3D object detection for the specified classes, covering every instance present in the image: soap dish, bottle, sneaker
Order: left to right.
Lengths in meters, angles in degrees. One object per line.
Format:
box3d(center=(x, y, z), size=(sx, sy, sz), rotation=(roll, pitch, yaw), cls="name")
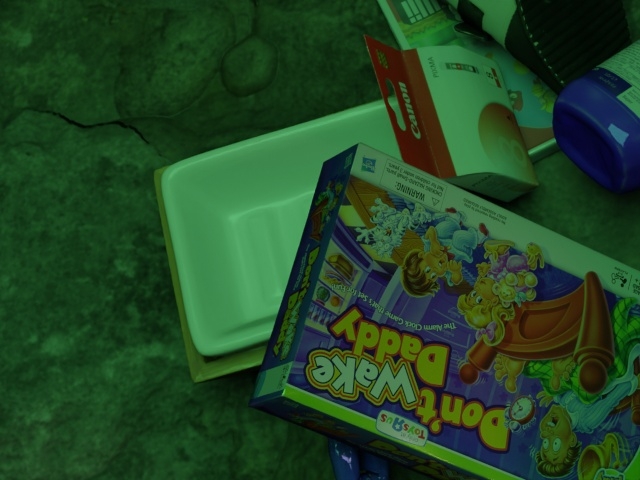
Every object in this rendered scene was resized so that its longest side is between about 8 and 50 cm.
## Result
box3d(center=(0.000, 0.000, 1.669), size=(0.291, 0.118, 0.229), rotation=(-17, 67, 8), cls="soap dish")
box3d(center=(0.177, -0.257, 1.707), size=(0.122, 0.146, 0.330), rotation=(-34, 87, -27), cls="sneaker")
box3d(center=(0.353, -0.154, 1.622), size=(0.283, 0.092, 0.118), rotation=(-33, 56, -19), cls="bottle")

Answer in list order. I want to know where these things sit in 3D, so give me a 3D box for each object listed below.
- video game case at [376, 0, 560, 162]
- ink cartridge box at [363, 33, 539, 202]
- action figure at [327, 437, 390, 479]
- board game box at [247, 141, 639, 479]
box3d(center=(0.185, -0.214, 1.753), size=(0.204, 0.025, 0.285), rotation=(-26, 67, 3), cls="video game case")
box3d(center=(0.124, -0.122, 1.625), size=(0.045, 0.179, 0.145), rotation=(-29, 64, 29), cls="ink cartridge box")
box3d(center=(0.055, 0.217, 1.530), size=(0.091, 0.139, 0.280), rotation=(-14, 103, -28), cls="action figure")
box3d(center=(0.135, 0.093, 1.512), size=(0.347, 0.078, 0.233), rotation=(23, 70, -19), cls="board game box")
